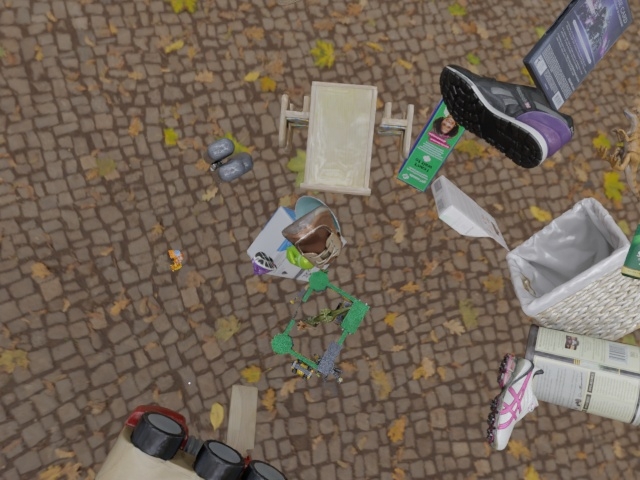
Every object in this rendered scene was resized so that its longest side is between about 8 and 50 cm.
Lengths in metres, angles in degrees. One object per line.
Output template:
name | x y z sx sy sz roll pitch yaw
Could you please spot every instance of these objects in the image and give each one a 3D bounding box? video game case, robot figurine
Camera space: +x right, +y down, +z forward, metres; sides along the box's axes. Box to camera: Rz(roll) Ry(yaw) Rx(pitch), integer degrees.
video game case | 0.589 -0.455 1.111 0.196 0.026 0.274 33 98 -43
robot figurine | -0.055 0.049 1.475 0.101 0.115 0.067 -9 111 -41

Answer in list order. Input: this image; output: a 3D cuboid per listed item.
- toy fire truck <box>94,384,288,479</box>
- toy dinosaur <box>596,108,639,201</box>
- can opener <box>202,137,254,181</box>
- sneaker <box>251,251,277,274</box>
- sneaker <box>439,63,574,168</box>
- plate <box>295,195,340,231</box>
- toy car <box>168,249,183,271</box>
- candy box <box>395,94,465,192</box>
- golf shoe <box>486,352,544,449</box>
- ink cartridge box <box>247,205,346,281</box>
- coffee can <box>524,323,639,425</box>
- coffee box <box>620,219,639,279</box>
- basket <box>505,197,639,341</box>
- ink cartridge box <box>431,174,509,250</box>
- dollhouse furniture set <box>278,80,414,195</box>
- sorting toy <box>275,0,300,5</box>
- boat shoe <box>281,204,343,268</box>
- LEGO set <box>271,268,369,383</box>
toy fire truck | -0.159 0.281 0.667 0.217 0.246 0.158 30 82 -10
toy dinosaur | 0.662 -0.174 1.050 0.112 0.064 0.211 -9 104 -10
can opener | -0.164 -0.153 0.907 0.095 0.283 0.076 -28 103 -12
sneaker | -0.192 0.087 1.598 0.071 0.170 0.068 -34 75 1
sneaker | 0.361 -0.262 0.963 0.124 0.107 0.283 -33 64 -14
plate | -0.003 -0.055 1.479 0.024 0.188 0.188 -36 86 -33
toy car | -0.429 0.069 1.483 0.041 0.122 0.060 -26 126 -10
candy box | 0.400 -0.358 1.640 0.122 0.317 0.268 29 40 4
golf shoe | 0.377 0.318 0.949 0.086 0.067 0.186 18 76 14
ink cartridge box | -0.082 0.024 1.835 0.223 0.307 0.129 -53 54 16
coffee can | 0.688 0.349 1.294 0.276 0.201 0.201 10 68 26
coffee box | 0.735 0.005 1.047 0.040 0.113 0.184 21 91 -51
basket | 0.788 0.108 1.461 0.266 0.331 0.328 41 28 -12
ink cartridge box | 0.413 -0.065 1.366 0.225 0.056 0.181 36 29 -19
dollhouse furniture set | 0.062 -0.256 1.341 0.362 0.394 0.256 6 95 3
sorting toy | 0.010 -0.429 0.751 0.193 0.208 0.038 -16 101 3
boat shoe | 0.000 0.000 1.154 0.123 0.324 0.116 -34 82 7
LEGO set | 0.004 0.267 1.539 0.255 0.192 0.331 22 80 6
